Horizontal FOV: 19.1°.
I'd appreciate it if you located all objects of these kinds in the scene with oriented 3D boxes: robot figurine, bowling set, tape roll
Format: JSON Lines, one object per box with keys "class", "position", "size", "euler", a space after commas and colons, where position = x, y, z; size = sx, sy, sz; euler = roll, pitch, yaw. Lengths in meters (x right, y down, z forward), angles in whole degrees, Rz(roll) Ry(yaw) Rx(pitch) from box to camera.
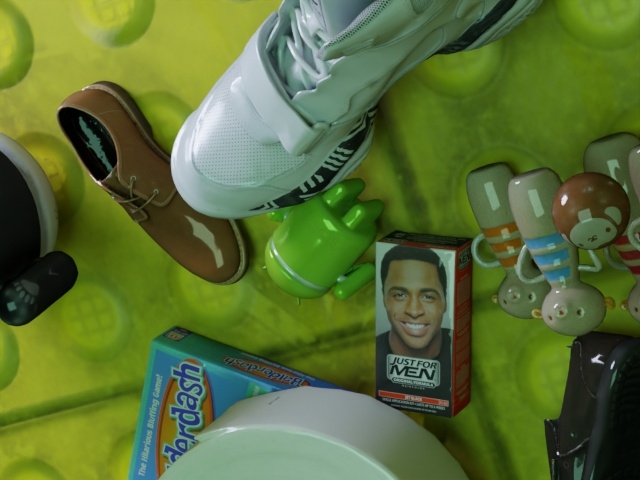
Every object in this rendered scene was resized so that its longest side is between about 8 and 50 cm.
{"class": "robot figurine", "position": [0.000, 0.000, 1.540], "size": [0.101, 0.067, 0.115], "euler": [48, 118, 13]}
{"class": "bowling set", "position": [0.213, 0.011, 1.379], "size": [0.287, 0.200, 0.154], "euler": [-14, 99, 31]}
{"class": "tape roll", "position": [-0.006, 0.265, 1.543], "size": [0.286, 0.100, 0.286], "euler": [6, 107, 21]}
{"class": "robot figurine", "position": [-0.333, 0.004, 1.573], "size": [0.173, 0.278, 0.209], "euler": [-32, 93, 25]}

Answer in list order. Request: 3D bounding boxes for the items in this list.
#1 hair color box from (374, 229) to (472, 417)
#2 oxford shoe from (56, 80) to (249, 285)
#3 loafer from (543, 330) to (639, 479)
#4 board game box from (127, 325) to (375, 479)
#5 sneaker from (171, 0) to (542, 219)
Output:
{"class": "hair color box", "position": [0.083, 0.067, 1.534], "size": [0.072, 0.043, 0.141], "euler": [6, 106, 24]}
{"class": "oxford shoe", "position": [-0.147, -0.039, 1.593], "size": [0.212, 0.076, 0.076], "euler": [46, 116, 5]}
{"class": "loafer", "position": [0.216, 0.165, 1.492], "size": [0.078, 0.080, 0.220], "euler": [37, 122, 48]}
{"class": "board game box", "position": [-0.057, 0.183, 1.627], "size": [0.210, 0.047, 0.160], "euler": [18, 111, 20]}
{"class": "sneaker", "position": [-0.008, -0.149, 1.401], "size": [0.366, 0.210, 0.137], "euler": [-37, 70, 22]}
